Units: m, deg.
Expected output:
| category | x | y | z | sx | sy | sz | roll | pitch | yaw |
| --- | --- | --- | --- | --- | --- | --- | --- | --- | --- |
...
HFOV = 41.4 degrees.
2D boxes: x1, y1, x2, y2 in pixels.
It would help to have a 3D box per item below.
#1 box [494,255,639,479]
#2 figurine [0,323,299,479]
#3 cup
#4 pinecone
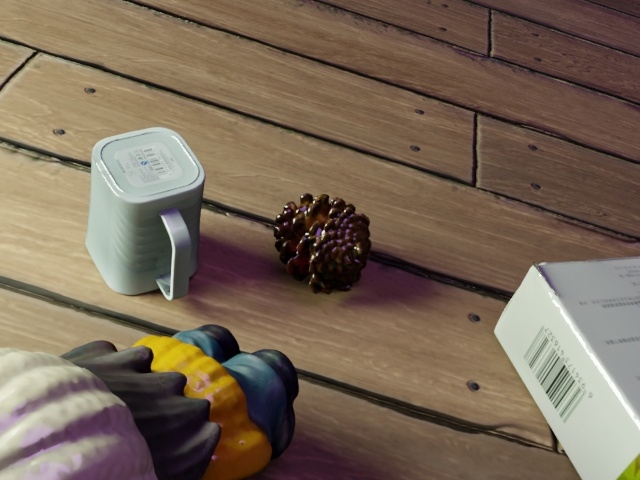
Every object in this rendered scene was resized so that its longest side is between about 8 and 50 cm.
| category | x | y | z | sx | sy | sz | roll | pitch | yaw |
| --- | --- | --- | --- | --- | --- | --- | --- | --- | --- |
| box | 0.325 | 0.154 | 0.790 | 0.200 | 0.106 | 0.299 | -3 | 46 | -24 |
| figurine | -0.136 | 0.126 | 0.535 | 0.185 | 0.204 | 0.332 | 19 | 32 | 22 |
| cup | -0.155 | -0.014 | 0.776 | 0.095 | 0.129 | 0.128 | -18 | 55 | -28 |
| pinecone | 0.003 | -0.002 | 0.853 | 0.102 | 0.102 | 0.109 | 0 | 33 | -22 |
